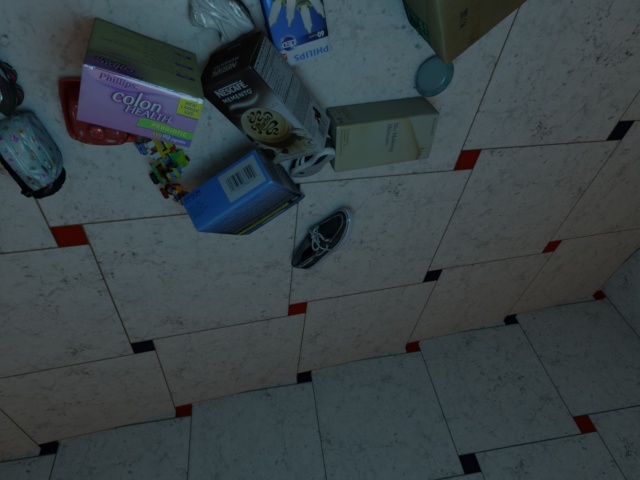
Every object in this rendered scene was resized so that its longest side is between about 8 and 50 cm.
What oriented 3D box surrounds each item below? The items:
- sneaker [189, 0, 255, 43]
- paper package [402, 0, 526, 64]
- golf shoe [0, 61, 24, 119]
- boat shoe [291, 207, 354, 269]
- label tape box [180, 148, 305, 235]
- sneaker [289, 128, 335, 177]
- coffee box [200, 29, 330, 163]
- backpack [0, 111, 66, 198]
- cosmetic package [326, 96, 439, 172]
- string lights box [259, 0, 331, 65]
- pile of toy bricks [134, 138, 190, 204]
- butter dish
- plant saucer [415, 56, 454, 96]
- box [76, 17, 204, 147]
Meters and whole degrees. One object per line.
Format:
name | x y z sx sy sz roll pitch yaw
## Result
sneaker | -0.246 -0.508 0.846 0.115 0.090 0.232 -32 136 16
paper package | 0.324 -0.585 0.843 0.309 0.168 0.325 -36 168 17
golf shoe | -0.690 -0.368 0.785 0.105 0.120 0.273 -16 137 -4
boat shoe | -0.002 -0.003 1.453 0.105 0.113 0.306 3 144 -45
label tape box | -0.208 -0.126 1.212 0.249 0.115 0.348 -32 174 11
sneaker | -0.028 -0.271 1.194 0.079 0.121 0.217 -2 170 -33
coffee box | -0.127 -0.333 0.996 0.168 0.118 0.297 -6 150 33
backpack | -0.686 -0.208 0.950 0.115 0.152 0.182 -28 137 -18
cosmetic package | 0.175 -0.316 1.201 0.310 0.113 0.160 -11 137 -10
string lights box | -0.067 -0.537 0.895 0.133 0.076 0.259 -19 139 -3
pile of toy bricks | -0.403 -0.207 1.100 0.105 0.118 0.212 -44 136 -29
butter dish | -0.518 -0.279 0.947 0.160 0.118 0.160 -2 134 -20
plant saucer | 0.325 -0.474 1.165 0.119 0.021 0.119 -11 137 -10
box | -0.376 -0.333 0.857 0.214 0.243 0.117 9 130 -31
